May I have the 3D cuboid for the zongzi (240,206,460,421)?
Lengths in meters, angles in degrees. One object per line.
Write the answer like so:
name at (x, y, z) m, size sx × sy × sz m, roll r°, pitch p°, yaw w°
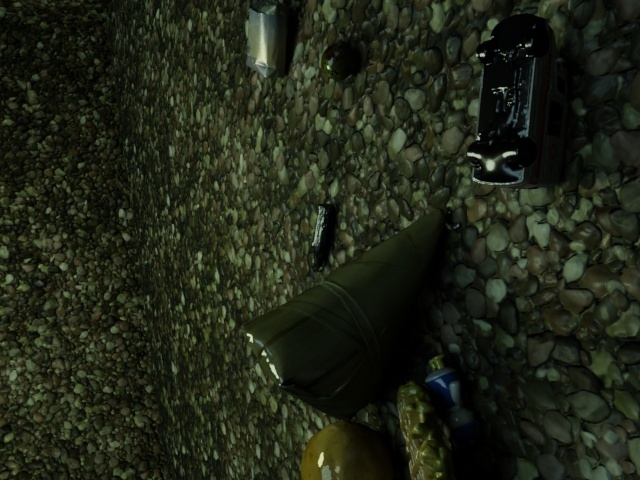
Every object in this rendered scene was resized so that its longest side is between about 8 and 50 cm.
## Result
zongzi at (0.097, 0.174, 1.008) m, size 0.181 × 0.418 × 0.447 m, roll 47°, pitch 173°, yaw 30°

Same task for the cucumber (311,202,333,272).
cucumber at (0.000, 0.000, 1.176) m, size 0.043 × 0.038 × 0.164 m, roll -118°, pitch 35°, yaw -68°

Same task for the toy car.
toy car at (0.256, -0.168, 0.681) m, size 0.089 × 0.108 × 0.210 m, roll 12°, pitch 100°, yaw 60°

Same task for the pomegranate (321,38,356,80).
pomegranate at (0.037, -0.352, 1.046) m, size 0.073 × 0.073 × 0.085 m, roll 16°, pitch 92°, yaw 57°

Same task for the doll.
doll at (0.207, 0.251, 0.854) m, size 0.099 × 0.057 × 0.143 m, roll 98°, pitch 153°, yaw -64°

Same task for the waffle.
waffle at (0.171, 0.358, 0.844) m, size 0.249 × 0.056 × 0.253 m, roll -104°, pitch 1°, yaw -65°

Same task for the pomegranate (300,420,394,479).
pomegranate at (0.049, 0.444, 1.022) m, size 0.196 × 0.196 × 0.196 m, roll 11°, pitch 103°, yaw 57°

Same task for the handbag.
handbag at (-0.119, -0.477, 1.268) m, size 0.117 × 0.095 × 0.173 m, roll 44°, pitch 137°, yaw 40°
